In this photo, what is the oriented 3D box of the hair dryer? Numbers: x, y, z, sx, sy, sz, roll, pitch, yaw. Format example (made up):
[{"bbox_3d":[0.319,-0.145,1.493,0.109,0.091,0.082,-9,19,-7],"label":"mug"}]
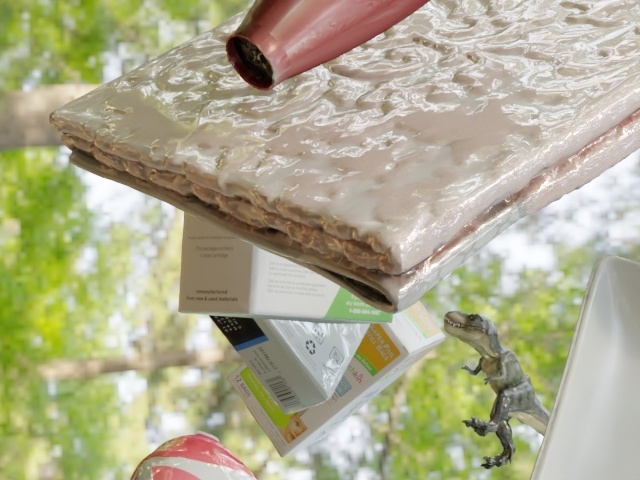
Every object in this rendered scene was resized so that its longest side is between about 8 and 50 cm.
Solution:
[{"bbox_3d":[-0.007,-0.184,0.944,0.293,0.224,0.080,-86,159,-49],"label":"hair dryer"}]

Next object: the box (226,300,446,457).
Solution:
[{"bbox_3d":[0.018,0.127,1.743,0.203,0.103,0.114,-41,-102,26],"label":"box"}]

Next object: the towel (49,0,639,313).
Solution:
[{"bbox_3d":[0.050,-0.090,0.961,0.332,0.317,0.053,23,-44,46],"label":"towel"}]

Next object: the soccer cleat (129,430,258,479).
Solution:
[{"bbox_3d":[-0.010,0.206,0.886,0.083,0.248,0.095,-43,-170,15],"label":"soccer cleat"}]

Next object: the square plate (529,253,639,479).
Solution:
[{"bbox_3d":[0.325,0.199,1.164,0.049,0.347,0.344,100,12,-52],"label":"square plate"}]

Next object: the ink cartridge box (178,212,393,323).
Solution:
[{"bbox_3d":[-0.021,-0.047,1.256,0.092,0.160,0.219,-2,-97,44],"label":"ink cartridge box"}]

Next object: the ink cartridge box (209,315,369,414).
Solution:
[{"bbox_3d":[0.000,0.000,1.555,0.065,0.332,0.165,-23,-68,37],"label":"ink cartridge box"}]

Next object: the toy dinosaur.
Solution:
[{"bbox_3d":[0.222,0.202,1.899,0.064,0.118,0.268,-3,-47,49],"label":"toy dinosaur"}]
